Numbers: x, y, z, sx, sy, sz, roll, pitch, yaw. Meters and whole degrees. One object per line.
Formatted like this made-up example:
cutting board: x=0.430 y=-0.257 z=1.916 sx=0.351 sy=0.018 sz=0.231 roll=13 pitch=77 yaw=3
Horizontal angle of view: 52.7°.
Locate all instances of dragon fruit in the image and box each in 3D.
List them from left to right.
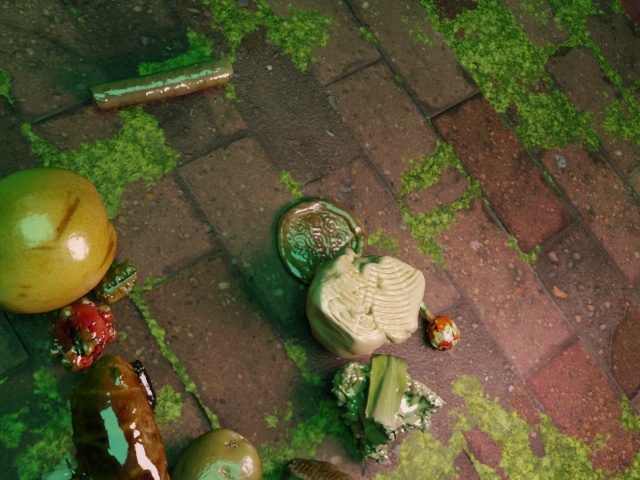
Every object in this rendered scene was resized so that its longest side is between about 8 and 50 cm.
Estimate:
dragon fruit: x=-0.522 y=0.212 z=1.401 sx=0.133 sy=0.207 sz=0.149 roll=-1 pitch=115 yaw=-5

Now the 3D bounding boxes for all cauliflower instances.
cauliflower: x=0.138 y=0.390 z=1.479 sx=0.239 sy=0.315 sz=0.256 roll=-39 pitch=97 yaw=14

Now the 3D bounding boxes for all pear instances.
pear: x=-0.595 y=0.000 z=1.365 sx=0.315 sy=0.314 sz=0.314 roll=6 pitch=71 yaw=-16

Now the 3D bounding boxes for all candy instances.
candy: x=0.259 y=0.169 z=1.709 sx=0.084 sy=0.078 sz=0.287 roll=-35 pitch=77 yaw=-13

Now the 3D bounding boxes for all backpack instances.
backpack: x=-0.445 y=0.334 z=1.400 sx=0.165 sy=0.106 sz=0.119 roll=-15 pitch=98 yaw=-5

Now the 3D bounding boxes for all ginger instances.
ginger: x=-0.412 y=0.439 z=1.248 sx=0.254 sy=0.176 sz=0.418 roll=-16 pitch=85 yaw=-7

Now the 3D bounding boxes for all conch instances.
conch: x=-0.510 y=0.520 z=1.322 sx=0.094 sy=0.104 sz=0.176 roll=-17 pitch=79 yaw=23

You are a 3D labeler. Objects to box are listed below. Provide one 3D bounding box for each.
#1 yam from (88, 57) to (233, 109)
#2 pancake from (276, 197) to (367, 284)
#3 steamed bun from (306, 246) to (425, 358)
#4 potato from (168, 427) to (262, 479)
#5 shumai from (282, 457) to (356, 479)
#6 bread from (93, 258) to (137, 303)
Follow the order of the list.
yam: x=-0.406 y=-0.406 z=1.676 sx=0.372 sy=0.083 sz=0.083 roll=-18 pitch=78 yaw=-20
pancake: x=0.000 y=0.000 z=1.695 sx=0.250 sy=0.031 sz=0.249 roll=5 pitch=72 yaw=-15
steamed bun: x=0.094 y=0.153 z=1.587 sx=0.276 sy=0.203 sz=0.289 roll=44 pitch=52 yaw=-7
potato: x=-0.239 y=0.526 z=1.375 sx=0.174 sy=0.159 sz=0.251 roll=32 pitch=76 yaw=27
shumai: x=-0.005 y=0.586 z=1.446 sx=0.184 sy=0.184 sz=0.141 roll=16 pitch=92 yaw=-12
bread: x=-0.471 y=0.100 z=1.494 sx=0.110 sy=0.060 sz=0.066 roll=-42 pitch=119 yaw=-25
